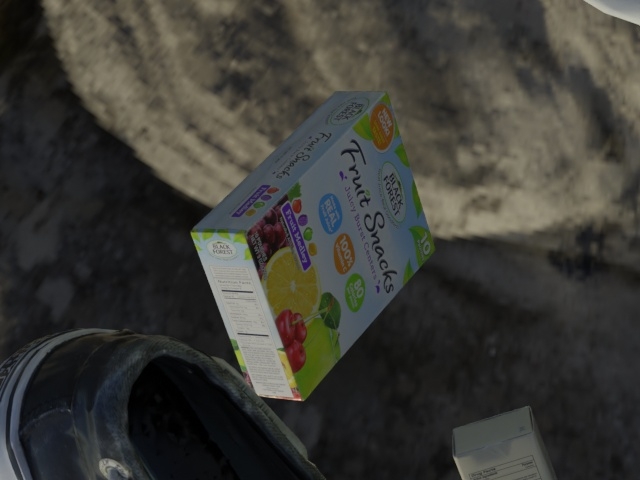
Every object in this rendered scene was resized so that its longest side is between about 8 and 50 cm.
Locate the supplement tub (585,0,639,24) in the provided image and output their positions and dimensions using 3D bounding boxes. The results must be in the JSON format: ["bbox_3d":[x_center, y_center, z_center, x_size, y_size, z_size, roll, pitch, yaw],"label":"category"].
[{"bbox_3d":[0.229,-0.127,0.525,0.325,0.235,0.235,8,127,-36],"label":"supplement tub"}]

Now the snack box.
[{"bbox_3d":[0.000,0.000,0.946,0.037,0.141,0.100,4,124,34],"label":"snack box"}]

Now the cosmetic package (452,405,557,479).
[{"bbox_3d":[0.136,0.178,1.281,0.060,0.041,0.115,-17,111,9],"label":"cosmetic package"}]

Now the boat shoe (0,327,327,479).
[{"bbox_3d":[-0.001,0.153,0.689,0.105,0.113,0.306,-10,117,49],"label":"boat shoe"}]
